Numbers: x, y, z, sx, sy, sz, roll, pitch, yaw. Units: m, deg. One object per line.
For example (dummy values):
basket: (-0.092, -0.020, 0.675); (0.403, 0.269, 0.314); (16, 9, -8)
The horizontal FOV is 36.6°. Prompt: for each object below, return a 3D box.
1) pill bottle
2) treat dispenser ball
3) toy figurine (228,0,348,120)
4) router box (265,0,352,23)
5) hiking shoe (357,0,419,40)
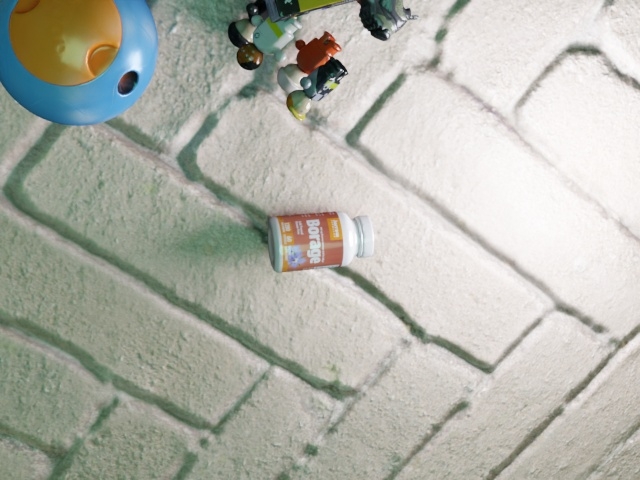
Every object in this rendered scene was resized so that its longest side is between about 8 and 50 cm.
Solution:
pill bottle: (0.000, 0.000, 2.079); (0.216, 0.121, 0.121); (-6, 119, -11)
treat dispenser ball: (-0.429, -0.345, 1.694); (0.288, 0.288, 0.288); (-6, 119, -10)
toy figurine: (-0.066, -0.351, 1.824); (0.148, 0.210, 0.213); (-39, 120, 17)
router box: (-0.007, -0.555, 1.661); (0.242, 0.081, 0.309); (-19, 99, -14)
hiking shoe: (0.107, -0.506, 1.866); (0.114, 0.086, 0.227); (-36, 116, -20)
